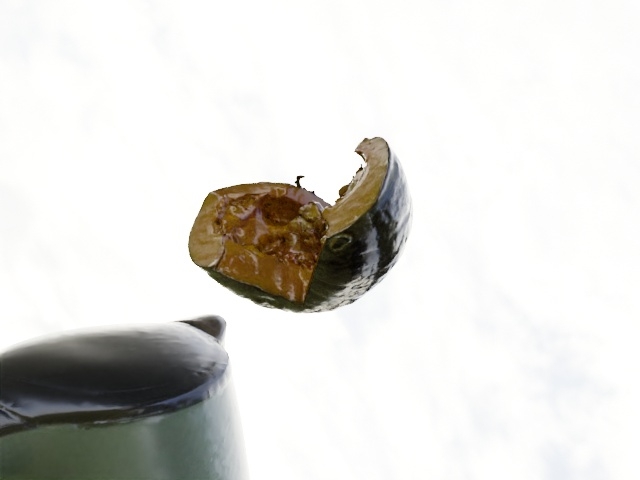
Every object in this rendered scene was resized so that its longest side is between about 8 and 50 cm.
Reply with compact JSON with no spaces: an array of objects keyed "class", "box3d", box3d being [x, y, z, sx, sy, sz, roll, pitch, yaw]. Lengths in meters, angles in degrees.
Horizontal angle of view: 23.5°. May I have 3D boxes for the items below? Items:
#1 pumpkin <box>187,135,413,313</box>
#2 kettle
[{"class":"pumpkin","box3d":[0.000,0.000,1.176,0.183,0.119,0.107,-13,-52,36]},{"class":"kettle","box3d":[-0.127,0.183,0.809,0.165,0.240,0.255,12,-69,38]}]
